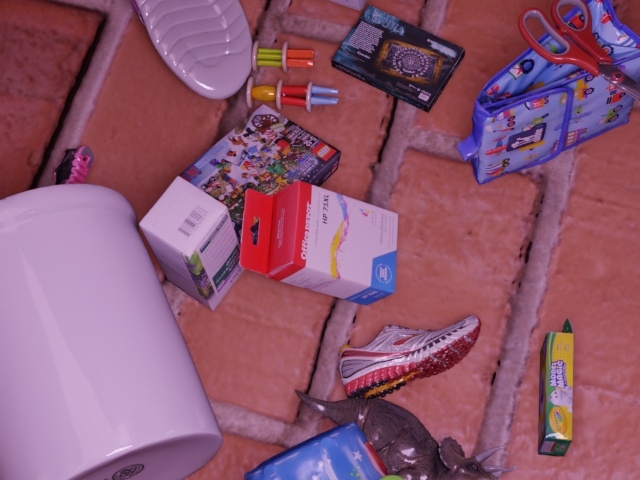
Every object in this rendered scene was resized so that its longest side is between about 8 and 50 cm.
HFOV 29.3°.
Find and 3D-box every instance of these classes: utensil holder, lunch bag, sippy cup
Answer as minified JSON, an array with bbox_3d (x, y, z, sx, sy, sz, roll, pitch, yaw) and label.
[{"bbox_3d":[-0.344,0.167,1.705,0.327,0.327,0.385,-25,69,-6],"label":"utensil holder"},{"bbox_3d":[0.331,-0.211,1.859,0.293,0.221,0.138,-31,68,-8],"label":"lunch bag"},{"bbox_3d":[0.018,0.367,1.583,0.305,0.240,0.224,-29,82,22],"label":"sippy cup"}]

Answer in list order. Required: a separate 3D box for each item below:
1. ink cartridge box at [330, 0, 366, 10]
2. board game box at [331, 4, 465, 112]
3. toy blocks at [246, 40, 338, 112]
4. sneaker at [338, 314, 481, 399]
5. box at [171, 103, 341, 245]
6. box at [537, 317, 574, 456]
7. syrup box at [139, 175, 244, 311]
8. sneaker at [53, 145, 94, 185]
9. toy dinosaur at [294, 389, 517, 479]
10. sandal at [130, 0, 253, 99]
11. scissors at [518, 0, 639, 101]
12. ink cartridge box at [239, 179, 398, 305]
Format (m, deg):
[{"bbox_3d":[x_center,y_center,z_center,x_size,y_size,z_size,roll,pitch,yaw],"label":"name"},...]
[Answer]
[{"bbox_3d":[-0.053,-0.597,2.088,0.384,0.160,0.279,21,70,13],"label":"ink cartridge box"},{"bbox_3d":[0.129,-0.302,2.021,0.186,0.026,0.126,28,72,16],"label":"board game box"},{"bbox_3d":[-0.040,-0.269,2.006,0.148,0.054,0.123,5,68,7],"label":"toy blocks"},{"bbox_3d":[0.130,0.154,1.796,0.225,0.088,0.093,-20,62,-6],"label":"sneaker"},{"bbox_3d":[-0.098,-0.103,1.903,0.159,0.044,0.233,32,52,17],"label":"box"},{"bbox_3d":[0.336,0.208,1.745,0.043,0.105,0.179,5,67,6],"label":"box"},{"bbox_3d":[-0.182,0.009,1.800,0.096,0.237,0.093,32,73,16],"label":"syrup box"},{"bbox_3d":[-0.412,-0.100,1.977,0.057,0.047,0.119,8,65,29],"label":"sneaker"},{"bbox_3d":[0.102,0.301,1.738,0.313,0.121,0.160,33,61,21],"label":"toy dinosaur"},{"bbox_3d":[-0.252,-0.411,2.061,0.169,0.102,0.416,-30,81,-20],"label":"sandal"},{"bbox_3d":[0.400,-0.235,1.736,0.109,0.021,0.297,-31,70,-11],"label":"scissors"},{"bbox_3d":[0.000,0.000,1.811,0.231,0.078,0.134,17,64,-30],"label":"ink cartridge box"}]
